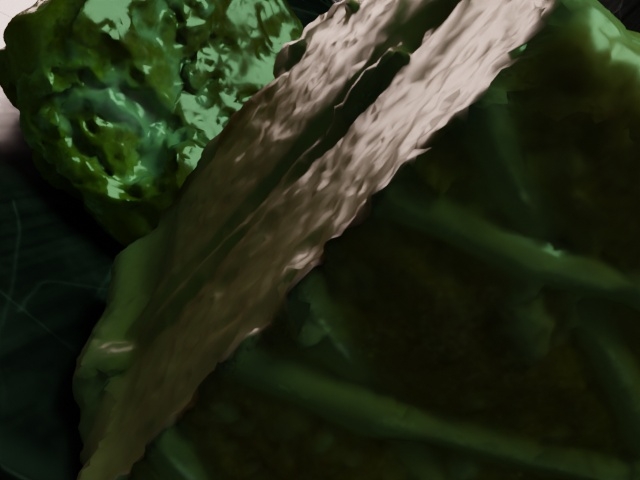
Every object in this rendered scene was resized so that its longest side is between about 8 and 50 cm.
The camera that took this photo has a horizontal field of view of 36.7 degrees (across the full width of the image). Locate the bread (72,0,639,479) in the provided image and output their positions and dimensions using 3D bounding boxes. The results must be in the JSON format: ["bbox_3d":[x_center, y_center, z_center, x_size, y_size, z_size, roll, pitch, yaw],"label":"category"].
[{"bbox_3d":[0.102,0.078,0.544,0.390,0.371,0.279,36,23,-18],"label":"bread"}]

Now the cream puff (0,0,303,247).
[{"bbox_3d":[-0.132,-0.107,0.793,0.282,0.185,0.282,10,75,-39],"label":"cream puff"}]
